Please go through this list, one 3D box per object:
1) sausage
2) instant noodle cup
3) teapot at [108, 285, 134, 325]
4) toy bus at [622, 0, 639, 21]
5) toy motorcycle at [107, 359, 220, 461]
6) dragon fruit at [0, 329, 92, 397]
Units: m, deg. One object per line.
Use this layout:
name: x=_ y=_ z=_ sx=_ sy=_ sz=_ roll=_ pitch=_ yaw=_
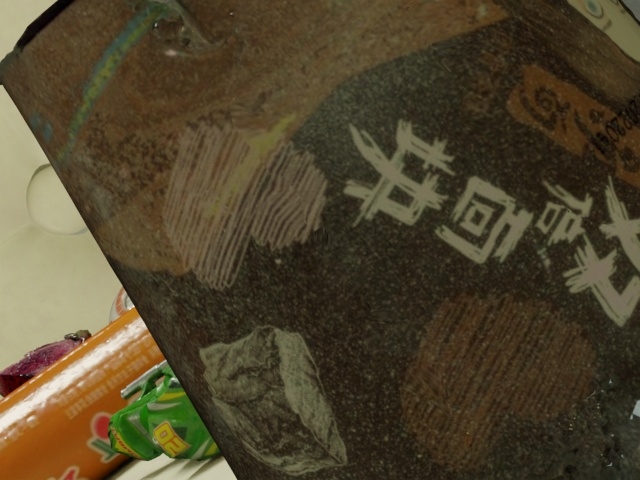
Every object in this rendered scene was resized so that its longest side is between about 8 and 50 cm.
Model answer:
sausage: x=-0.150 y=0.113 z=1.189 sx=0.312 sy=0.093 sz=0.093 roll=-35 pitch=4 yaw=-15
instant noodle cup: x=0.025 y=-0.017 z=0.518 sx=0.217 sy=0.207 sz=0.217 roll=-35 pitch=3 yaw=2
teapot: x=-0.109 y=0.051 z=1.392 sx=0.159 sy=0.116 sz=0.245 roll=-25 pitch=22 yaw=4
toy bus: x=0.219 y=-0.159 z=1.289 sx=0.136 sy=0.109 sz=0.330 roll=-45 pitch=-2 yaw=28
toy motorcycle: x=-0.072 y=0.094 z=1.001 sx=0.106 sy=0.074 sz=0.190 roll=-46 pitch=9 yaw=-23
dragon fruit: x=-0.240 y=0.137 z=1.576 sx=0.096 sy=0.102 sz=0.147 roll=-46 pitch=19 yaw=-31
